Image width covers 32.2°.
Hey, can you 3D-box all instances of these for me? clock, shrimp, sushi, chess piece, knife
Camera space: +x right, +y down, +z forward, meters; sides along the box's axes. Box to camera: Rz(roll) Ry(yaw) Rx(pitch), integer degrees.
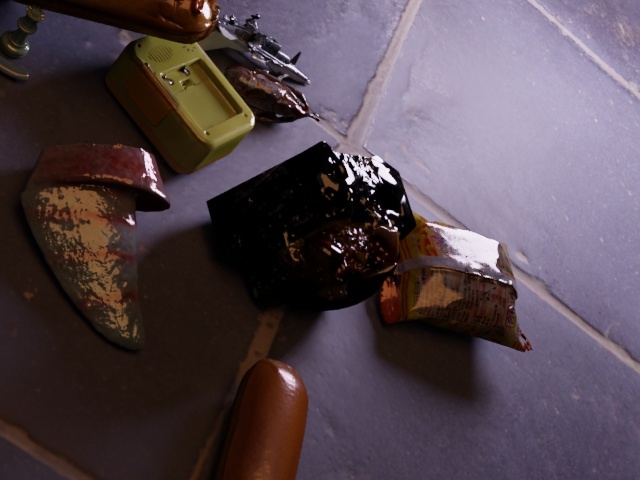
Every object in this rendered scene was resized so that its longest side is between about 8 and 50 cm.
[{"bbox_3d":[-0.211,-0.210,1.663,0.202,0.096,0.143,53,46,4],"label":"clock"},{"bbox_3d":[-0.075,-0.233,1.813,0.190,0.074,0.073,19,32,-22],"label":"shrimp"},{"bbox_3d":[0.000,0.000,1.639,0.227,0.215,0.212,15,56,-58],"label":"sushi"},{"bbox_3d":[-0.414,-0.296,1.553,0.042,0.093,0.042,20,53,-29],"label":"chess piece"},{"bbox_3d":[-0.499,-0.279,1.531,0.210,0.015,0.028,31,53,-19],"label":"knife"}]

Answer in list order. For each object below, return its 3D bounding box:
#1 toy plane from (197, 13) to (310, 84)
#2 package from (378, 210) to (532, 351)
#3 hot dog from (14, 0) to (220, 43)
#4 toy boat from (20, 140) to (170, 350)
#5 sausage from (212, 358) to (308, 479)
[{"bbox_3d":[-0.097,-0.324,1.848,0.234,0.082,0.160,13,28,-33],"label":"toy plane"},{"bbox_3d":[0.228,0.059,1.835,0.288,0.108,0.223,18,51,-27],"label":"package"},{"bbox_3d":[-0.312,-0.369,1.570,0.349,0.117,0.158,14,5,1],"label":"hot dog"},{"bbox_3d":[-0.293,0.010,1.472,0.206,0.096,0.282,2,73,-31],"label":"toy boat"},{"bbox_3d":[-0.078,0.278,1.438,0.105,0.105,0.274,30,47,-21],"label":"sausage"}]
